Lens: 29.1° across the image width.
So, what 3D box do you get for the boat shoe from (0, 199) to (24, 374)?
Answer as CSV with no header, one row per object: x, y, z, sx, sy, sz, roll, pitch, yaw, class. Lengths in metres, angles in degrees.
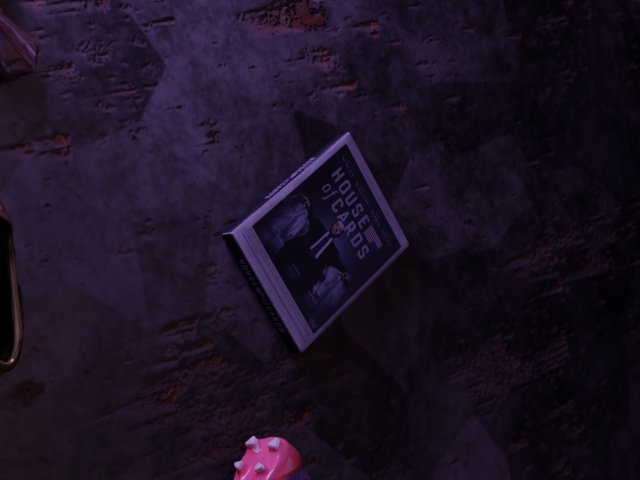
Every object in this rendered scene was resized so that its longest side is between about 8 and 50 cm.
-0.344,-0.018,1.194,0.110,0.104,0.307,-19,98,-40,boat shoe

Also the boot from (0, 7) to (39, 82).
-0.324,-0.234,1.282,0.114,0.037,0.106,48,70,-22,boot

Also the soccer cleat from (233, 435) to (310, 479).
-0.091,0.334,1.394,0.095,0.083,0.248,53,53,-29,soccer cleat

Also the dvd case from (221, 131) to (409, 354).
0.000,0.000,1.540,0.238,0.029,0.179,-43,113,-35,dvd case
